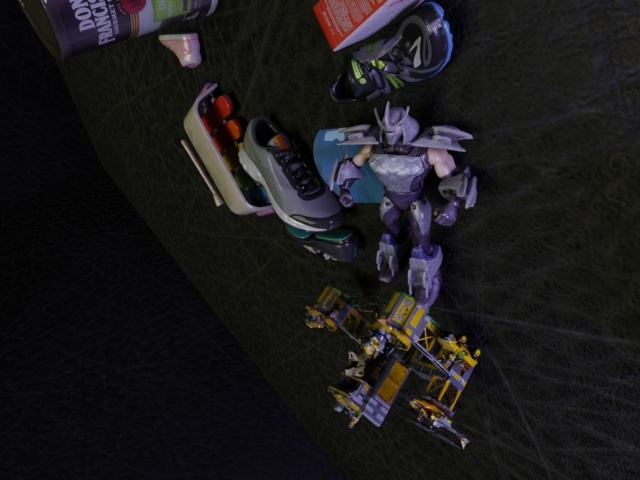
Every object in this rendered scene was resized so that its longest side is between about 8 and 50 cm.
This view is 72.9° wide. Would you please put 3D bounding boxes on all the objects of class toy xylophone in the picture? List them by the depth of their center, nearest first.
[{"bbox_3d":[-0.224,-0.189,1.009,0.236,0.081,0.322,8,127,57],"label":"toy xylophone"}]

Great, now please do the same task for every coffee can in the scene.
[{"bbox_3d":[-0.336,-0.435,0.699,0.201,0.275,0.201,41,151,29],"label":"coffee can"}]

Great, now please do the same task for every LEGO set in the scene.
[{"bbox_3d":[0.085,0.219,0.743,0.255,0.192,0.331,46,157,-26],"label":"LEGO set"}]

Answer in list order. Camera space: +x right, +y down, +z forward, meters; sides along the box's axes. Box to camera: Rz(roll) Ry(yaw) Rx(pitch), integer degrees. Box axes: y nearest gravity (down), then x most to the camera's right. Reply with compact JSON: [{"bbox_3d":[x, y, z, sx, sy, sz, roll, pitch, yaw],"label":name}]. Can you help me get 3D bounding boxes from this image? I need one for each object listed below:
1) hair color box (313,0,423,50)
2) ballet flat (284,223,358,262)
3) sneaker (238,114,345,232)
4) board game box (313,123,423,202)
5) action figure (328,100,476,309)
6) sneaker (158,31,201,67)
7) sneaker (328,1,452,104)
[{"bbox_3d":[0.075,-0.250,0.405,0.167,0.093,0.053,-6,115,61],"label":"hair color box"},{"bbox_3d":[0.000,0.000,0.852,0.203,0.074,0.074,19,135,49],"label":"ballet flat"},{"bbox_3d":[-0.057,-0.120,0.782,0.271,0.100,0.108,47,147,20],"label":"sneaker"},{"bbox_3d":[0.070,-0.114,0.624,0.169,0.033,0.133,4,137,36],"label":"board game box"},{"bbox_3d":[0.109,-0.047,0.562,0.185,0.099,0.284,20,142,36],"label":"action figure"},{"bbox_3d":[-0.298,-0.406,0.924,0.134,0.051,0.070,26,136,41],"label":"sneaker"},{"bbox_3d":[0.072,-0.195,0.488,0.188,0.078,0.067,-8,113,61],"label":"sneaker"}]
